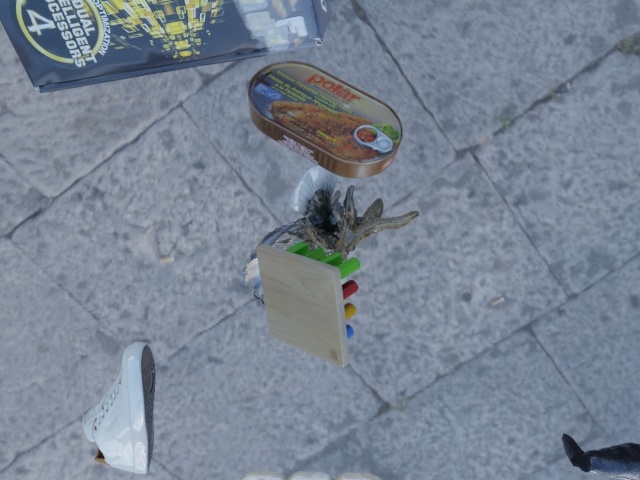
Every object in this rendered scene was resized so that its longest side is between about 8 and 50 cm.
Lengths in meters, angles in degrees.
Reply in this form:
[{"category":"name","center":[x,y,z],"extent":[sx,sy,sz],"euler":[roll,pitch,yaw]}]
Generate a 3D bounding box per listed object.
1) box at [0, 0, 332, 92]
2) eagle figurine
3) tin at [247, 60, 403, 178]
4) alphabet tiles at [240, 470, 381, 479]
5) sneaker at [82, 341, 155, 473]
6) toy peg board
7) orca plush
[{"category":"box","center":[-0.186,-0.343,0.668],"extent":[0.318,0.097,0.394],"euler":[-6,126,13]},{"category":"eagle figurine","center":[0.000,0.011,1.391],"extent":[0.226,0.298,0.225],"euler":[19,74,-23]},{"category":"tin","center":[0.004,-0.139,0.864],"extent":[0.190,0.106,0.040],"euler":[31,153,15]},{"category":"alphabet tiles","center":[0.008,0.378,0.966],"extent":[0.284,0.021,0.278],"euler":[-2,131,11]},{"category":"sneaker","center":[-0.348,0.292,1.290],"extent":[0.123,0.106,0.290],"euler":[8,122,-4]},{"category":"toy peg board","center":[-0.006,0.084,1.145],"extent":[0.079,0.161,0.160],"euler":[-28,122,-39]},{"category":"orca plush","center":[0.549,0.355,1.281],"extent":[0.287,0.151,0.102],"euler":[14,85,-5]}]
